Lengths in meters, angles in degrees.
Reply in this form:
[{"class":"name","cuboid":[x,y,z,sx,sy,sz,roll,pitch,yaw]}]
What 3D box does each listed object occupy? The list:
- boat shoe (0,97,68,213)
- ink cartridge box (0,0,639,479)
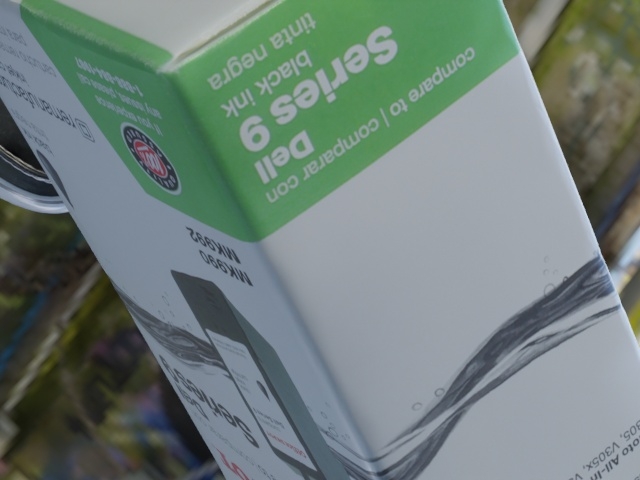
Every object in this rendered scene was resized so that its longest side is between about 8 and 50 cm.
[{"class":"boat shoe","cuboid":[-0.166,-0.114,0.775,0.080,0.228,0.076,-31,-178,-15]},{"class":"ink cartridge box","cuboid":[0.000,0.000,0.668,0.121,0.211,0.289,-37,122,-17]}]
